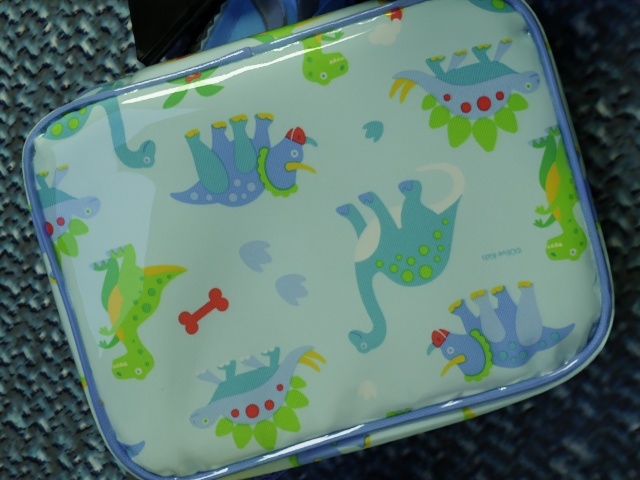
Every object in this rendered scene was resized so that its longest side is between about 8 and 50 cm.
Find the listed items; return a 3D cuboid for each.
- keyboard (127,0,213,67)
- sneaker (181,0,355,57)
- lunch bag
[{"bbox_3d":[-0.036,-0.156,0.674,0.192,0.038,0.100,-35,60,54],"label":"keyboard"},{"bbox_3d":[-0.012,-0.092,0.695,0.082,0.069,0.209,24,103,-12],"label":"sneaker"},{"bbox_3d":[0.000,0.000,0.629,0.219,0.090,0.176,-17,97,4],"label":"lunch bag"}]
